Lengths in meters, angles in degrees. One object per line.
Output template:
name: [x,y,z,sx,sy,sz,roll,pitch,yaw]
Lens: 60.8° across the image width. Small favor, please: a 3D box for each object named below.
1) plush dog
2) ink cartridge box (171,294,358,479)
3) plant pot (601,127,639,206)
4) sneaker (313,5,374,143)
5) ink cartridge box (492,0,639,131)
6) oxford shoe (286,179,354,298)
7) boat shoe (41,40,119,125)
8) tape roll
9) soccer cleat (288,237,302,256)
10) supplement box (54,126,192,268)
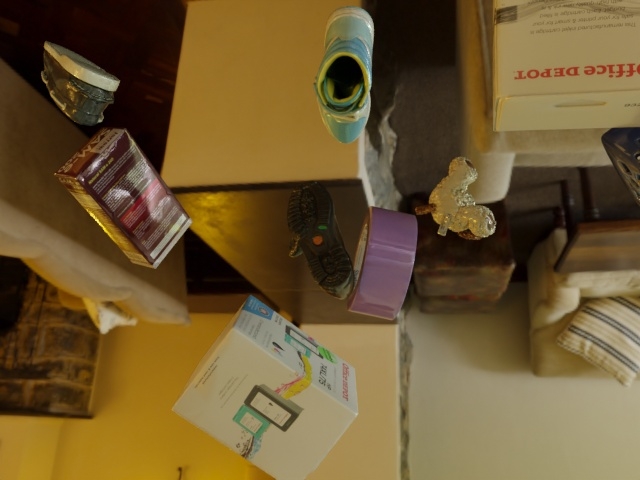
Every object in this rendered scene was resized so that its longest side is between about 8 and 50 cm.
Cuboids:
plush dog: [0.421,-0.101,1.722,0.210,0.262,0.225,-21,165,16]
ink cartridge box: [-0.093,0.280,1.036,0.270,0.197,0.198,36,-170,-6]
plant pot: [0.641,-0.111,0.872,0.236,0.212,0.236,-35,125,23]
sneaker: [0.043,-0.289,1.131,0.127,0.208,0.319,3,139,6]
ink cartridge box: [0.373,-0.329,0.811,0.223,0.307,0.129,1,168,15]
oxford shoe: [0.000,0.000,0.910,0.082,0.227,0.096,-19,149,7]
boat shoe: [-0.438,-0.279,0.962,0.114,0.091,0.302,20,-168,-34]
tape roll: [0.105,0.039,0.954,0.080,0.189,0.189,13,160,-2]
soccer cleat: [-0.044,-0.029,1.417,0.072,0.060,0.179,15,125,-39]
supplement box: [-0.351,-0.074,1.000,0.073,0.130,0.239,10,144,32]
